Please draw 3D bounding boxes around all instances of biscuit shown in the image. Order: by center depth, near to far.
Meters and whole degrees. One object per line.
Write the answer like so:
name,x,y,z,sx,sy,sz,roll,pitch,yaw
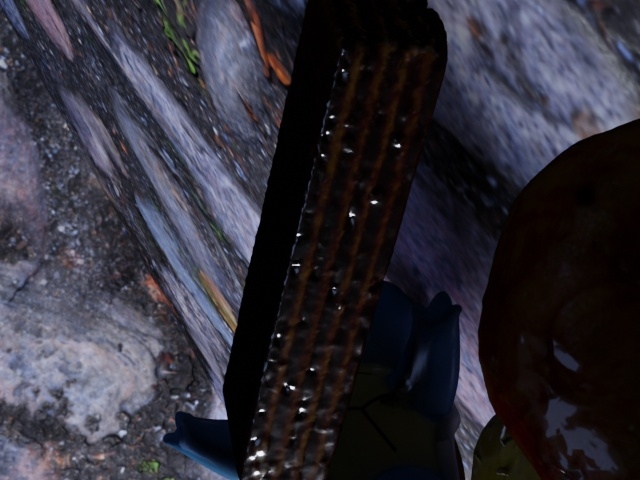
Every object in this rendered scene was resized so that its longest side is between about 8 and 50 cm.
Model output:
biscuit,0.000,0.000,0.946,0.107,0.073,0.388,-106,25,-50

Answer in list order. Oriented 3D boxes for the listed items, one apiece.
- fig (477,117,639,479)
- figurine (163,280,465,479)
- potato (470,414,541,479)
fig,0.198,0.044,0.667,0.290,0.190,0.190,8,-145,-52
figurine,0.033,0.197,1.133,0.243,0.298,0.416,21,-136,-43
potato,0.182,0.208,0.983,0.191,0.141,0.296,48,160,33
